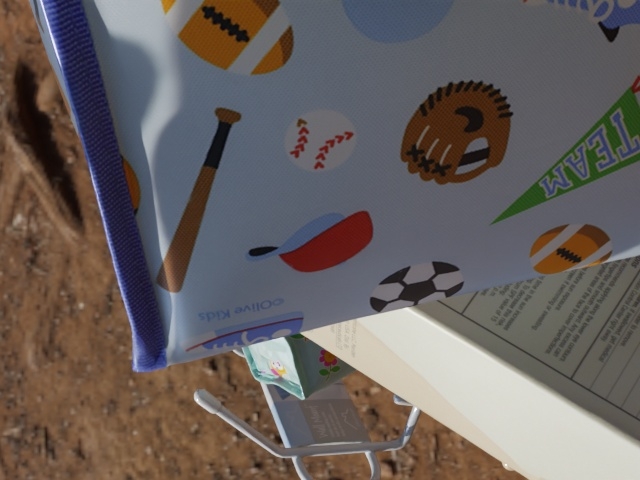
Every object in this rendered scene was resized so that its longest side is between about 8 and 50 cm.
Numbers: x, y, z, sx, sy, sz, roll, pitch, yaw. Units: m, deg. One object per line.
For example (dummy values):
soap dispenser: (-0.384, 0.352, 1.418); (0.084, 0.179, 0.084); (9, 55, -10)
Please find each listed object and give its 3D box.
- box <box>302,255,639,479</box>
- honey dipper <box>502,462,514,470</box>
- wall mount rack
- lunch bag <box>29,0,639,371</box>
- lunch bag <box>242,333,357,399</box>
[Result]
box: (0.140, 0.054, 0.621); (0.311, 0.148, 0.121); (32, 151, 19)
honey dipper: (0.199, 0.142, 0.896); (0.030, 0.031, 0.160); (42, 120, 38)
wall mount rack: (-0.047, 0.175, 1.308); (0.350, 0.304, 0.130); (-120, 38, -52)
lunch bag: (0.024, -0.173, 0.450); (0.239, 0.328, 0.385); (-115, 13, -48)
lunch bag: (0.000, 0.000, 1.066); (0.160, 0.223, 0.262); (8, 120, 62)
